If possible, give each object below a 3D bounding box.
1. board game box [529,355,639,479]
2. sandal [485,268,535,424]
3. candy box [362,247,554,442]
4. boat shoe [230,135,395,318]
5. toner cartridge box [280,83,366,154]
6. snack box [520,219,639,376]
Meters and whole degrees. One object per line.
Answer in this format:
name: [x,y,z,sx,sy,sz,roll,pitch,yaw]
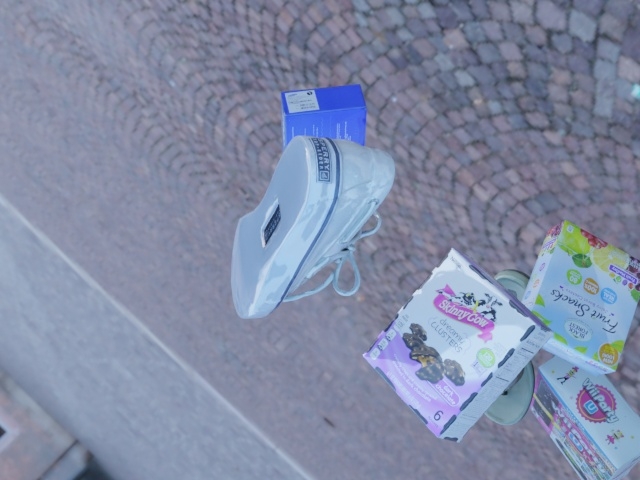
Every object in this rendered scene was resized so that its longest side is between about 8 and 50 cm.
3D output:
board game box: [0.500,0.340,1.828,0.224,0.097,0.303,55,172,24]
sandal: [0.320,0.197,1.739,0.120,0.086,0.302,11,116,27]
candy box: [0.180,0.137,1.292,0.165,0.196,0.070,46,-168,35]
boat shoe: [-0.001,-0.008,1.178,0.367,0.156,0.135,123,143,-54]
toner cartridge box: [0.004,-0.166,2.032,0.348,0.165,0.075,92,171,-50]
snack box: [0.439,0.098,1.640,0.174,0.207,0.070,27,160,-6]
